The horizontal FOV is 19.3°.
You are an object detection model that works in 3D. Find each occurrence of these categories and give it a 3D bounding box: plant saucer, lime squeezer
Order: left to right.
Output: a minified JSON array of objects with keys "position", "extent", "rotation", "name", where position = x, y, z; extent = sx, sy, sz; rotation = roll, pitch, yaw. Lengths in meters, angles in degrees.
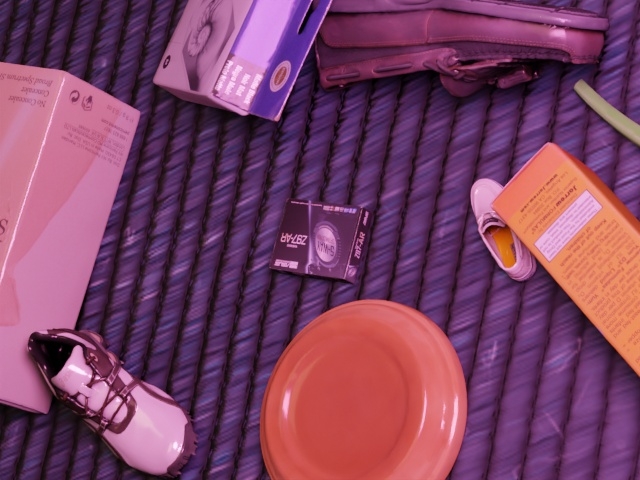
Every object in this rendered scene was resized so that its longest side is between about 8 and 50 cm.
[{"position":[0.028,0.144,1.577],"extent":[0.200,0.037,0.200],"rotation":[-12,67,31],"name":"plant saucer"},{"position":[0.318,-0.076,1.445],"extent":[0.310,0.059,0.109],"rotation":[5,77,36],"name":"lime squeezer"}]

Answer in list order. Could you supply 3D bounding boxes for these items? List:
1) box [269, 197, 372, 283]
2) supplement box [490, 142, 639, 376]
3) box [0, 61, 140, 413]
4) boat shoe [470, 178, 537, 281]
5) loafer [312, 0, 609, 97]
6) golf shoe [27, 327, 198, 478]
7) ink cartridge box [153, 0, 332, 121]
[{"position":[0.000,0.000,1.656],"extent":[0.083,0.018,0.067],"rotation":[8,78,35],"name":"box"},{"position":[0.234,0.031,1.452],"extent":[0.080,0.078,0.233],"rotation":[-48,54,11],"name":"supplement box"},{"position":[-0.300,-0.004,1.795],"extent":[0.148,0.121,0.311],"rotation":[9,79,35],"name":"box"},{"position":[0.146,-0.012,1.551],"extent":[0.035,0.035,0.100],"rotation":[-31,59,22],"name":"boat shoe"},{"position":[0.113,-0.160,1.597],"extent":[0.303,0.109,0.095],"rotation":[12,99,43],"name":"loafer"},{"position":[-0.195,0.145,1.692],"extent":[0.198,0.094,0.077],"rotation":[35,94,35],"name":"golf shoe"},{"position":[-0.056,-0.224,1.698],"extent":[0.224,0.045,0.223],"rotation":[19,84,63],"name":"ink cartridge box"}]
